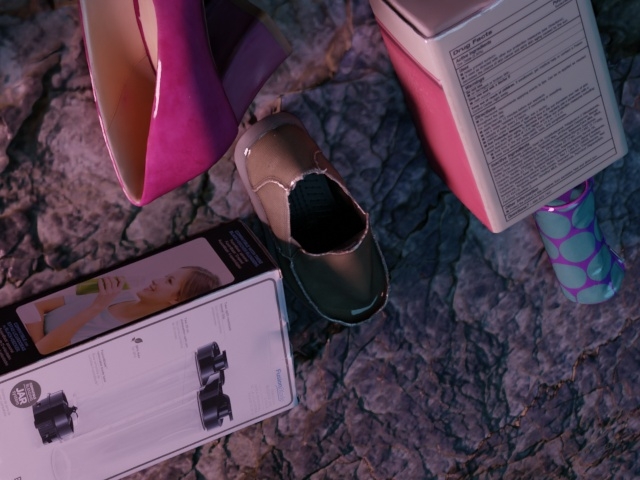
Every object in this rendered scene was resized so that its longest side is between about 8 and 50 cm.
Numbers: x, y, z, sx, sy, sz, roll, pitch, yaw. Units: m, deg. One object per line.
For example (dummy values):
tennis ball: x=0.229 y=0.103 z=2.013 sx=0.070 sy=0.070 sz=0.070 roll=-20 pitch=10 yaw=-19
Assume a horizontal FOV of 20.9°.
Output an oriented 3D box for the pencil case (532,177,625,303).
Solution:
pencil case: x=0.251 y=-0.007 z=1.704 sx=0.070 sy=0.064 sz=0.152 roll=-23 pitch=133 yaw=6

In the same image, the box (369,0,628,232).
box: x=0.153 y=-0.149 z=1.500 sx=0.148 sy=0.127 sz=0.232 roll=-31 pitch=132 yaw=-8

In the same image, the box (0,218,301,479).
box: x=-0.171 y=0.114 z=1.521 sx=0.290 sy=0.087 sz=0.169 roll=-22 pitch=130 yaw=-16

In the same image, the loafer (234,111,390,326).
loafer: x=0.000 y=0.000 z=1.541 sx=0.094 sy=0.087 sz=0.251 roll=-36 pitch=133 yaw=-4

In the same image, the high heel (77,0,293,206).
high heel: x=-0.164 y=-0.169 z=1.287 sx=0.181 sy=0.127 sz=0.377 roll=-51 pitch=137 yaw=-4
